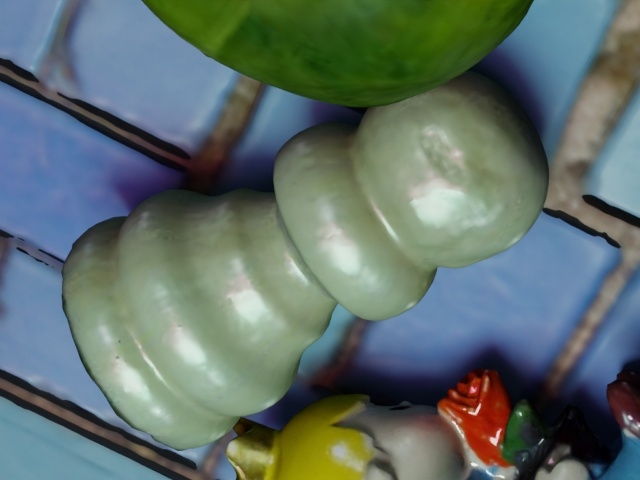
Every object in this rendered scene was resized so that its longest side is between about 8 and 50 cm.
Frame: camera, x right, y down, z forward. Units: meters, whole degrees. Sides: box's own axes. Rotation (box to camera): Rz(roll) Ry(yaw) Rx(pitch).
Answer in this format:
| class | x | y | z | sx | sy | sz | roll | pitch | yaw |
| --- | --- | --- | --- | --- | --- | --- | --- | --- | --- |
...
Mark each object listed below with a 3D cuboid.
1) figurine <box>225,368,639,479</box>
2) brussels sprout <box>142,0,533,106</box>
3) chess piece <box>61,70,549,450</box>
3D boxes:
| class | x | y | z | sx | sy | sz | roll | pitch | yaw |
| --- | --- | --- | --- | --- | --- | --- | --- | --- | --- |
| figurine | 0.068 | 0.125 | 0.742 | 0.234 | 0.127 | 0.185 | 27 | 109 | 17 |
| brussels sprout | 0.010 | -0.193 | 0.545 | 0.219 | 0.210 | 0.271 | 22 | 106 | -1 |
| chess piece | 0.000 | 0.000 | 0.692 | 0.243 | 0.133 | 0.133 | -29 | 106 | 22 |
